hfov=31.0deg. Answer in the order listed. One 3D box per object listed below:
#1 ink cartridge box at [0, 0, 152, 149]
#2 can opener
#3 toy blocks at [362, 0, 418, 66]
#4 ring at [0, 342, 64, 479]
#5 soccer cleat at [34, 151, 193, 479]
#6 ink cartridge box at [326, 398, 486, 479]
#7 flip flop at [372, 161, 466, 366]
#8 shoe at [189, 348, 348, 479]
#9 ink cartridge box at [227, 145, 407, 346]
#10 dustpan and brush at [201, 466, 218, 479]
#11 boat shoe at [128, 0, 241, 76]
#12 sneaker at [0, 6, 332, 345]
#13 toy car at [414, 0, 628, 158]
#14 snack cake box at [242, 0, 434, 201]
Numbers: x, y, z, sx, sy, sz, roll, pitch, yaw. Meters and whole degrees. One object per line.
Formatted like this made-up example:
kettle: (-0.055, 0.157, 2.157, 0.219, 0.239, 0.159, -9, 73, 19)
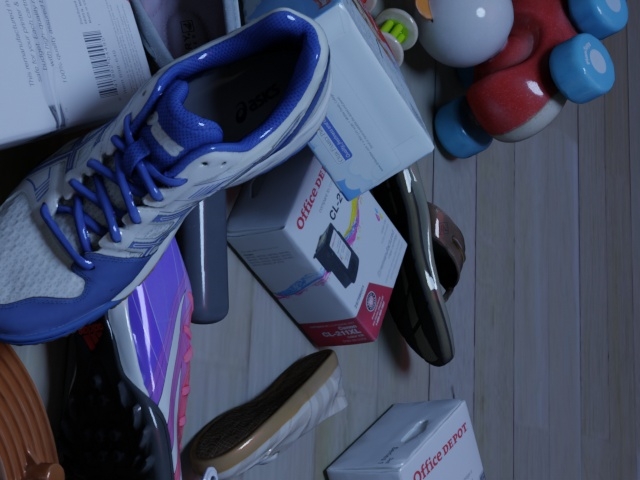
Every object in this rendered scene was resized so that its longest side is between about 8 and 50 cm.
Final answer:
ink cartridge box: (-0.220, -0.141, 0.771, 0.218, 0.092, 0.159, -30, 106, -64)
can opener: (-0.102, -0.068, 0.969, 0.093, 0.074, 0.280, 11, 76, -50)
toy blocks: (0.042, -0.221, 1.224, 0.148, 0.054, 0.123, -55, 127, -44)
ring: (-0.255, 0.190, 0.695, 0.336, 0.032, 0.337, -3, 90, -66)
soccer cleat: (-0.135, 0.087, 0.869, 0.116, 0.108, 0.318, -10, 88, -52)
ink cartridge box: (0.106, 0.293, 1.190, 0.160, 0.092, 0.219, -32, 110, -53)
flip flop: (0.112, -0.003, 1.231, 0.080, 0.112, 0.277, -9, 86, -19)
shoe: (-0.036, 0.163, 1.023, 0.219, 0.076, 0.058, -33, 106, -55)
ink cartridge box: (0.000, 0.000, 1.107, 0.175, 0.072, 0.127, 52, 45, -37)
dustpan and brush: (-0.118, 0.281, 0.896, 0.147, 0.060, 0.211, 31, 60, -49)
boat shoe: (-0.124, -0.244, 0.892, 0.118, 0.103, 0.320, -12, 86, -13)
sneaker: (-0.117, -0.053, 0.747, 0.296, 0.131, 0.112, -42, 85, -12)
toy car: (0.190, -0.253, 1.333, 0.238, 0.219, 0.210, 41, 51, -24)
snack cake box: (0.006, -0.168, 1.019, 0.152, 0.089, 0.264, 53, 13, -27)
